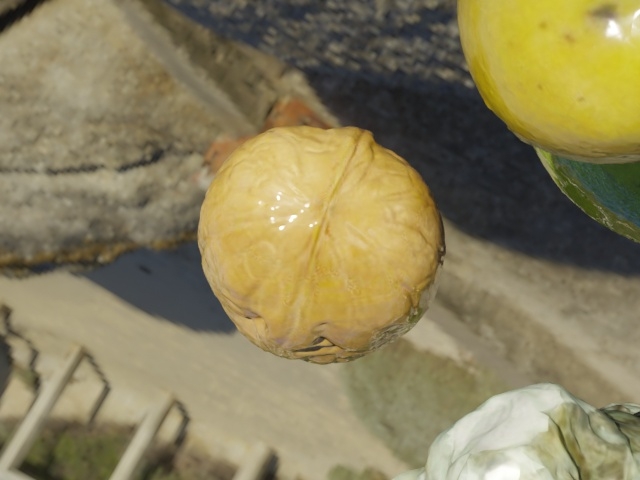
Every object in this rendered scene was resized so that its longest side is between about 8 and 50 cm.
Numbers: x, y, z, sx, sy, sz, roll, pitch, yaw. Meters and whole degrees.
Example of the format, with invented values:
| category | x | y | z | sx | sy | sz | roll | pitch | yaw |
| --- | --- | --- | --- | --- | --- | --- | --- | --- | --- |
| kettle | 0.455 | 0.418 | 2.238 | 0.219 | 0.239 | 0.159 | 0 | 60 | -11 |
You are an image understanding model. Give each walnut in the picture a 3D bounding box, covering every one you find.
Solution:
| category | x | y | z | sx | sy | sz | roll | pitch | yaw |
| --- | --- | --- | --- | --- | --- | --- | --- | --- | --- |
| walnut | 0.000 | 0.000 | 1.100 | 0.193 | 0.193 | 0.225 | 26 | 165 | 11 |

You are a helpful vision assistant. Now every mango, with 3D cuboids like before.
| category | x | y | z | sx | sy | sz | roll | pitch | yaw |
| --- | --- | --- | --- | --- | --- | --- | --- | --- | --- |
| mango | 0.233 | -0.171 | 0.821 | 0.253 | 0.365 | 0.182 | -31 | 89 | 54 |

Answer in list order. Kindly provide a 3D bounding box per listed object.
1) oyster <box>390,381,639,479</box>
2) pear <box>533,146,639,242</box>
| category | x | y | z | sx | sy | sz | roll | pitch | yaw |
| --- | --- | --- | --- | --- | --- | --- | --- | --- | --- |
| oyster | 0.076 | 0.114 | 0.459 | 0.198 | 0.112 | 0.267 | 0 | 157 | -21 |
| pear | 0.285 | -0.096 | 1.082 | 0.139 | 0.288 | 0.239 | 5 | -126 | -58 |
